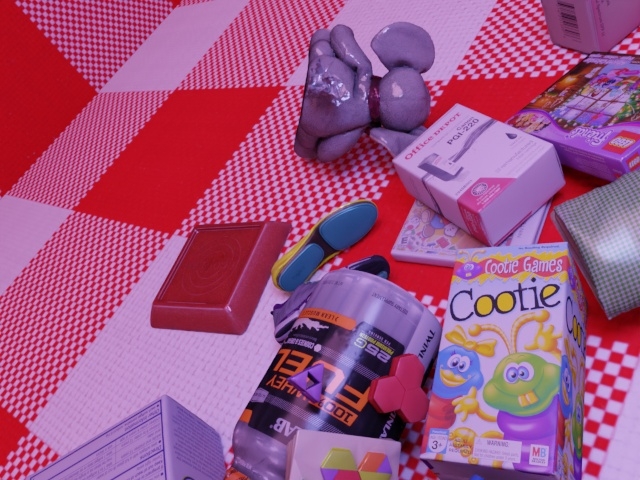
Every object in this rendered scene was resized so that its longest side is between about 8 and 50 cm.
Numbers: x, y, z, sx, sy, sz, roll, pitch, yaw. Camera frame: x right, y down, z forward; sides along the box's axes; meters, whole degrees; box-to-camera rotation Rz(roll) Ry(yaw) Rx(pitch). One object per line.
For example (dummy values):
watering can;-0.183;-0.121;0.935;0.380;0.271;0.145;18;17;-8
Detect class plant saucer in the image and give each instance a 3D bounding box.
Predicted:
plant saucer;-0.211;0.058;1.196;0.258;0.048;0.259;-2;53;35

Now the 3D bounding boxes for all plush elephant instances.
plush elephant;0.095;-0.273;1.154;0.330;0.255;0.272;-117;36;-80

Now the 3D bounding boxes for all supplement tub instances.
supplement tub;0.016;0.212;0.778;0.193;0.194;0.316;9;59;40

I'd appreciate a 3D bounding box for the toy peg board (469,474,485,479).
toy peg board;0.207;0.301;0.597;0.161;0.161;0.079;15;47;43

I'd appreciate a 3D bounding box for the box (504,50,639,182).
box;0.435;-0.193;0.896;0.201;0.057;0.293;-39;24;1

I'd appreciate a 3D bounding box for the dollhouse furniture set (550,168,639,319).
dollhouse furniture set;0.402;0.021;0.640;0.197;0.151;0.302;-26;62;11

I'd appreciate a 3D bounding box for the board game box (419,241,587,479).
board game box;0.229;0.156;0.716;0.144;0.142;0.275;-5;50;32

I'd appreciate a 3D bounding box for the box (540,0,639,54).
box;0.529;-0.470;1.078;0.232;0.149;0.127;-40;41;-2

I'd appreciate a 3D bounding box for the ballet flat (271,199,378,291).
ballet flat;0.000;0.000;1.084;0.231;0.077;0.077;-41;24;-1

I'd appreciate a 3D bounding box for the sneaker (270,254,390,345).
sneaker;0.007;0.080;0.996;0.223;0.083;0.098;-35;36;4

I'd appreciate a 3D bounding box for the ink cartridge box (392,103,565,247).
ink cartridge box;0.244;-0.110;0.953;0.158;0.092;0.218;-41;39;-5

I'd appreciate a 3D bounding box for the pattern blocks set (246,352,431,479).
pattern blocks set;0.024;0.295;0.642;0.026;0.285;0.325;-18;75;61

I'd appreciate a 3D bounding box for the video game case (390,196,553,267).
video game case;0.250;-0.044;0.977;0.226;0.026;0.206;6;56;39

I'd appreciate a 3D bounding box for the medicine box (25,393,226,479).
medicine box;-0.266;0.415;0.825;0.263;0.149;0.289;-31;41;7
